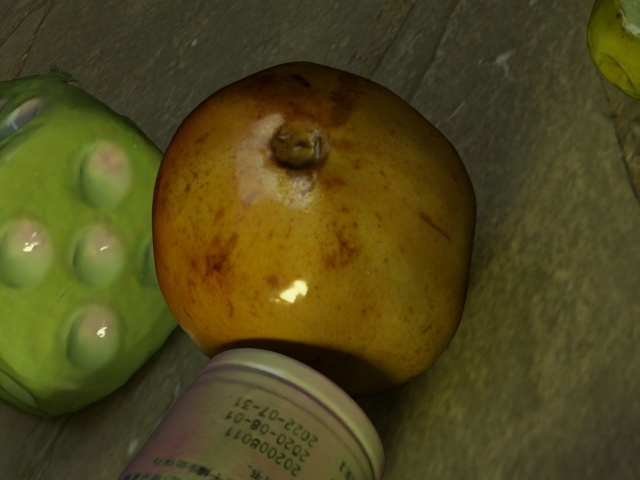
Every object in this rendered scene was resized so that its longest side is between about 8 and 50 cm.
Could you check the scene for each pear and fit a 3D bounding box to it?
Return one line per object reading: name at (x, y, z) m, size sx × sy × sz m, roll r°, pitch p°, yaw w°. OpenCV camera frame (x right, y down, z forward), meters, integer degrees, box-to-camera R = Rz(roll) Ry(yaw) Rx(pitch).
pear at (0.288, -0.166, 1.058) m, size 0.141 × 0.104 × 0.141 m, roll -1°, pitch 57°, yaw 1°

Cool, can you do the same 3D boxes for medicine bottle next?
medicine bottle at (-0.077, 0.207, 0.830) m, size 0.152 × 0.152 × 0.254 m, roll -6°, pitch 35°, yaw 41°

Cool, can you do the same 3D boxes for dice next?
dice at (-0.280, 0.004, 1.246) m, size 0.252 × 0.249 × 0.254 m, roll 7°, pitch 50°, yaw 49°

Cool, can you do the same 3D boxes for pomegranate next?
pomegranate at (0.000, 0.000, 0.986) m, size 0.264 × 0.264 × 0.264 m, roll -25°, pitch 31°, yaw 17°
